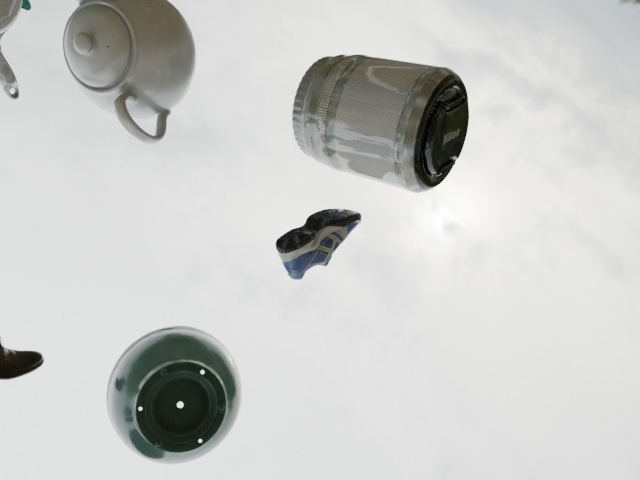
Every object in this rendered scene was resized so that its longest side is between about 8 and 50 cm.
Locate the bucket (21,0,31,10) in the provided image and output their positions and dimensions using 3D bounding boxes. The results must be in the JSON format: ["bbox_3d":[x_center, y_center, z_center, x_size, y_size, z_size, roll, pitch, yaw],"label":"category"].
[{"bbox_3d":[-0.518,-0.557,0.943,0.183,0.281,0.281,30,-137,-24],"label":"bucket"}]

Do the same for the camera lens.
[{"bbox_3d":[0.114,-0.218,1.030,0.274,0.219,0.219,21,-147,31],"label":"camera lens"}]

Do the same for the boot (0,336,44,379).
[{"bbox_3d":[-0.732,0.256,1.287,0.082,0.106,0.219,40,-157,33],"label":"boot"}]

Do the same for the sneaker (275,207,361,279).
[{"bbox_3d":[0.000,0.000,1.079,0.211,0.081,0.080,-30,-148,-35],"label":"sneaker"}]

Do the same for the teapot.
[{"bbox_3d":[-0.360,-0.332,1.007,0.256,0.252,0.187,23,-163,12],"label":"teapot"}]

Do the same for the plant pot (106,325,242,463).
[{"bbox_3d":[-0.295,0.330,1.172,0.293,0.196,0.293,2,-96,-17],"label":"plant pot"}]

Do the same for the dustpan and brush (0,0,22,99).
[{"bbox_3d":[-0.407,-0.267,0.678,0.060,0.211,0.147,21,-134,40],"label":"dustpan and brush"}]
